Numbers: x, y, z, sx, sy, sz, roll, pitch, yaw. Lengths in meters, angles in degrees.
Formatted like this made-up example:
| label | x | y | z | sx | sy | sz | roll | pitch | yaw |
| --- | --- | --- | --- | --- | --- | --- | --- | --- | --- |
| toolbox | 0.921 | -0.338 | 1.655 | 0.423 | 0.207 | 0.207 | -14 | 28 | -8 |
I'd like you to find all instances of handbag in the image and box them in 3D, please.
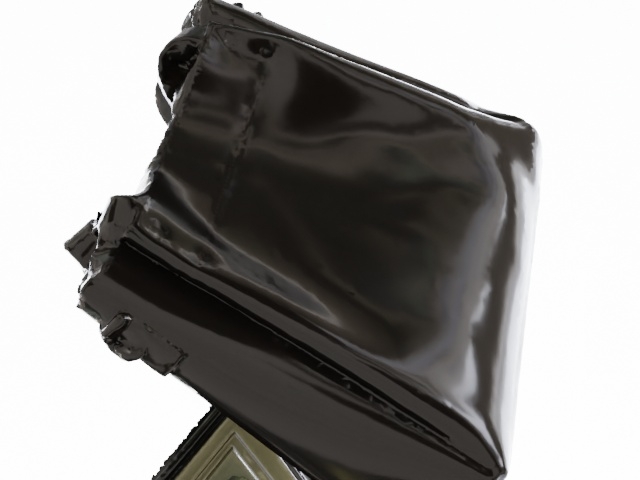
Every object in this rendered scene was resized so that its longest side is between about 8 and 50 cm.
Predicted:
| label | x | y | z | sx | sy | sz | roll | pitch | yaw |
| --- | --- | --- | --- | --- | --- | --- | --- | --- | --- |
| handbag | 0.000 | 0.000 | 0.853 | 0.257 | 0.285 | 0.113 | 30 | -46 | -14 |

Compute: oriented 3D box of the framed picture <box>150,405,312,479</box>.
| label | x | y | z | sx | sy | sz | roll | pitch | yaw |
| --- | --- | --- | --- | --- | --- | --- | --- | --- | --- |
| framed picture | -0.064 | 0.206 | 0.907 | 0.010 | 0.195 | 0.199 | 22 | -117 | 42 |
